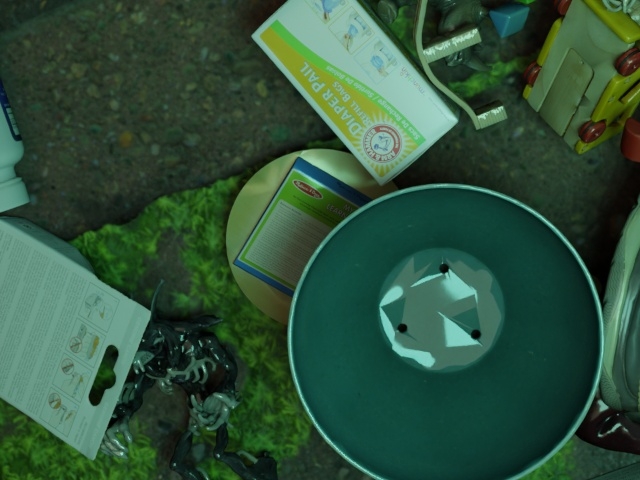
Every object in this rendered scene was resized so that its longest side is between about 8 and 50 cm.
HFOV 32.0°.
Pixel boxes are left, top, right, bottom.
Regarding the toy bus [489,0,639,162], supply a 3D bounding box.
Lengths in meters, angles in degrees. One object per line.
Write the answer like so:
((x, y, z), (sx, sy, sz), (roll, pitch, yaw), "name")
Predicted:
((0.277, -0.183, 1.071), (0.104, 0.202, 0.191), (-28, 111, -25), "toy bus")

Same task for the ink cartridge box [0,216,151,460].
((-0.295, 0.105, 1.244), (0.232, 0.066, 0.189), (27, 103, 18), "ink cartridge box")

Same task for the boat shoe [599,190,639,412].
((0.361, 0.001, 1.077), (0.130, 0.132, 0.355), (16, 85, 20), "boat shoe")

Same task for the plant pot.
((0.121, 0.084, 1.119), (0.290, 0.195, 0.290), (0, 95, 5), "plant pot")

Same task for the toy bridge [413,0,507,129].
((0.125, -0.193, 1.095), (0.063, 0.026, 0.188), (-22, 115, 5), "toy bridge")

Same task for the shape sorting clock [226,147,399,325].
((0.000, 0.000, 1.223), (0.206, 0.040, 0.206), (1, 109, 2), "shape sorting clock")

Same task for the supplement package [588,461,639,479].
((0.313, 0.384, 1.141), (0.199, 0.263, 0.198), (-23, 97, 11), "supplement package")

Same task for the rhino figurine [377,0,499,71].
((0.102, -0.270, 1.131), (0.106, 0.073, 0.243), (-41, 95, -29), "rhino figurine")

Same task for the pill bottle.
((-0.388, -0.118, 1.218), (0.112, 0.112, 0.187), (-16, 98, 11), "pill bottle")

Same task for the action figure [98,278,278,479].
((-0.150, 0.187, 1.233), (0.164, 0.141, 0.276), (-23, 99, 23), "action figure")

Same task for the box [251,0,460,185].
((0.041, -0.169, 1.148), (0.103, 0.114, 0.203), (-40, 95, 14), "box")

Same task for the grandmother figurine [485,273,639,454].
((0.314, 0.135, 1.177), (0.342, 0.104, 0.208), (-29, 73, 10), "grandmother figurine")
